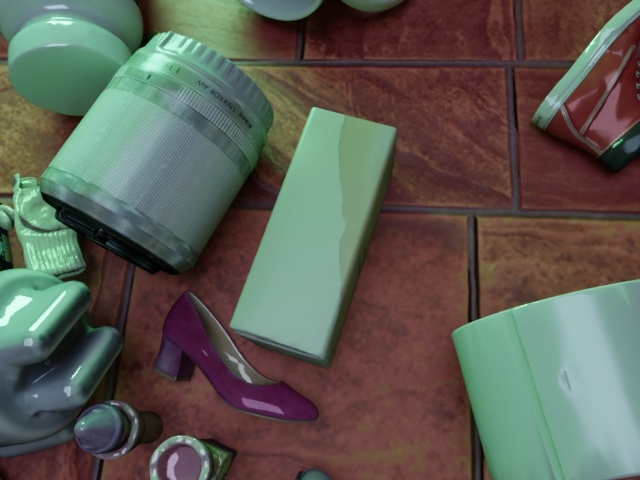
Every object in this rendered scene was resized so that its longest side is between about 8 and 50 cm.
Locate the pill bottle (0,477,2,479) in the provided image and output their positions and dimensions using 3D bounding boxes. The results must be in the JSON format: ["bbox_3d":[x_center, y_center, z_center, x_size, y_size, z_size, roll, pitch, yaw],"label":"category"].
[{"bbox_3d":[-0.462,0.305,0.719,0.083,0.043,0.043,40,79,16],"label":"pill bottle"}]

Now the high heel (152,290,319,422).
[{"bbox_3d":[-0.104,0.153,0.721,0.244,0.082,0.117,16,84,23],"label":"high heel"}]

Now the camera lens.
[{"bbox_3d":[-0.215,-0.107,0.740,0.220,0.219,0.274,26,76,12],"label":"camera lens"}]

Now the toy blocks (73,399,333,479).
[{"bbox_3d":[-0.168,0.345,0.568,0.309,0.260,0.288,19,74,10],"label":"toy blocks"}]

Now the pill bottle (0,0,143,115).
[{"bbox_3d":[-0.390,-0.395,0.854,0.210,0.210,0.362,-11,72,1],"label":"pill bottle"}]

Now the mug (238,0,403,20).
[{"bbox_3d":[0.017,-0.531,0.858,0.374,0.276,0.328,41,70,-15],"label":"mug"}]

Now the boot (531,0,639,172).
[{"bbox_3d":[0.455,-0.222,0.797,0.176,0.088,0.244,37,87,14],"label":"boot"}]

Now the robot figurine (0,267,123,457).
[{"bbox_3d":[-0.421,0.151,0.658,0.354,0.199,0.299,-15,115,19],"label":"robot figurine"}]

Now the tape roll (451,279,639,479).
[{"bbox_3d":[0.287,0.155,0.602,0.246,0.246,0.169,-11,71,1],"label":"tape roll"}]

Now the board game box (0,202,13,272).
[{"bbox_3d":[-0.541,0.033,0.812,0.141,0.048,0.170,-19,71,0],"label":"board game box"}]

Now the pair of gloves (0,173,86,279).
[{"bbox_3d":[-0.457,-0.024,0.757,0.240,0.042,0.204,-3,47,-25],"label":"pair of gloves"}]

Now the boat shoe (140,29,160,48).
[{"bbox_3d":[-0.243,-0.287,0.898,0.056,0.048,0.153,-49,67,13],"label":"boat shoe"}]

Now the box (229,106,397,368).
[{"bbox_3d":[0.000,0.000,0.729,0.121,0.148,0.310,16,76,9],"label":"box"}]
